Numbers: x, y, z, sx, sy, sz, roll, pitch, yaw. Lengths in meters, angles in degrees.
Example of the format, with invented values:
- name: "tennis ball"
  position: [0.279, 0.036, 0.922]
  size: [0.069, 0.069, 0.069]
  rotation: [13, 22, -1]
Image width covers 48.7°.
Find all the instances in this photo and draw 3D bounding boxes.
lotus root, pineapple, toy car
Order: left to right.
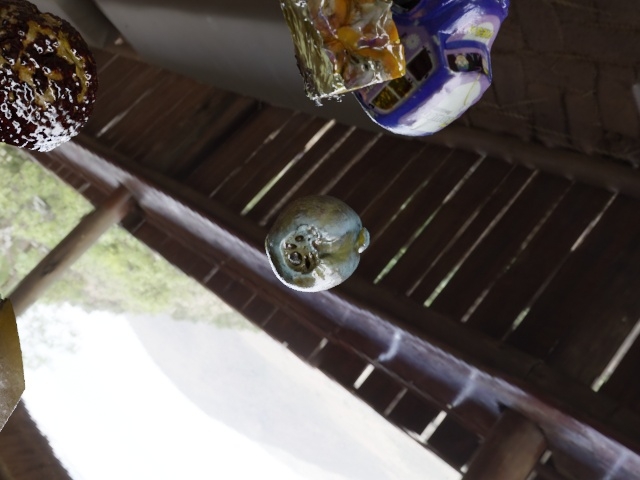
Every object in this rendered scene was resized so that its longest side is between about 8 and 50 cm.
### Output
- name: "lotus root"
  position: [0.000, 0.000, 1.224]
  size: [0.140, 0.158, 0.322]
  rotation: [2, -176, 15]
- name: "pineapple"
  position: [0.011, -0.138, 0.489]
  size: [0.116, 0.069, 0.137]
  rotation: [89, 166, -54]
- name: "toy car"
  position: [0.148, -0.248, 0.934]
  size: [0.235, 0.172, 0.158]
  rotation: [-44, 61, 37]

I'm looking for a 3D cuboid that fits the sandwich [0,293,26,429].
- name: "sandwich"
  position: [-0.385, 0.176, 0.738]
  size: [0.094, 0.258, 0.096]
  rotation: [7, 151, 48]

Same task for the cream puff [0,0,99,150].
- name: "cream puff"
  position: [-0.401, -0.222, 0.898]
  size: [0.239, 0.165, 0.239]
  rotation: [28, -165, -8]
